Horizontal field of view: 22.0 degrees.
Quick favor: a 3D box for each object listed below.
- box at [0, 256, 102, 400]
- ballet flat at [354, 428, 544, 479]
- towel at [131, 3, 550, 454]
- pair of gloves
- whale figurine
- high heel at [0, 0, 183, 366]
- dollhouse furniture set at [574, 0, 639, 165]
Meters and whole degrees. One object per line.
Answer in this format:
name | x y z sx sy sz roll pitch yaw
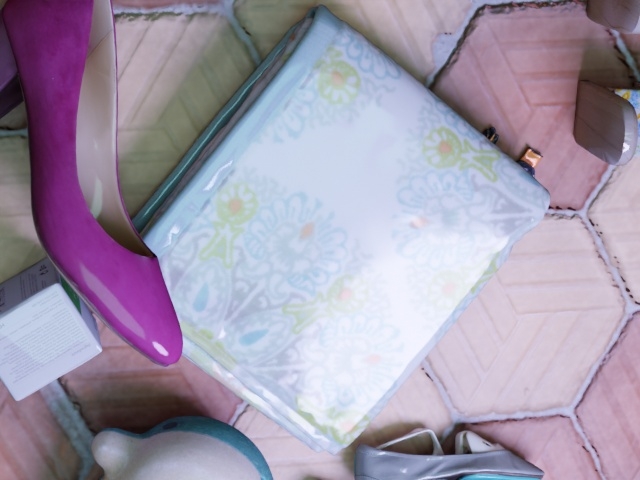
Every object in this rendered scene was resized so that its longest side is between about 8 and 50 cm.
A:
box | -0.282 0.085 1.628 0.102 0.101 0.087 -30 110 -2
ballet flat | 0.140 0.236 1.780 0.213 0.072 0.068 -2 75 -14
towel | 0.000 0.000 1.671 0.320 0.090 0.374 38 96 -18
pair of gloves | 0.185 -0.074 1.730 0.083 0.010 0.074 26 97 -20
whale figurine | -0.173 0.275 1.707 0.272 0.141 0.216 -20 110 20
high heel | -0.192 -0.074 1.537 0.181 0.127 0.377 -34 87 8
dollhouse furniture set | 0.476 -0.250 1.612 0.362 0.256 0.394 0 105 -12
